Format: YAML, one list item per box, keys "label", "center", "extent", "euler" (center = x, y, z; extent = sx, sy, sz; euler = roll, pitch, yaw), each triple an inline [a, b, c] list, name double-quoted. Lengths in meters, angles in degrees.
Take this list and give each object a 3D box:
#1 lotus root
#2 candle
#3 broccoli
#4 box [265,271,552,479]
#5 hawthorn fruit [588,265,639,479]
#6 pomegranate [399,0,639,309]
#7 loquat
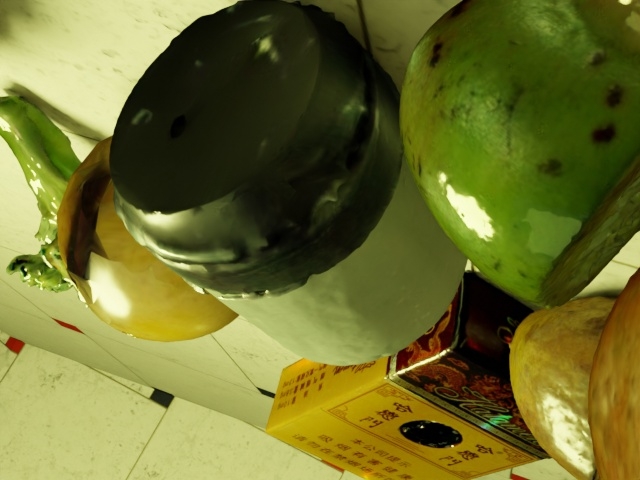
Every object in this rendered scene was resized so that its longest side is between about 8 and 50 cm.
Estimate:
- label: "lotus root"
  center: [0.297, 0.141, 0.972]
  extent: [0.199, 0.188, 0.180]
  euler: [13, -166, -40]
- label: "candle"
  center: [-0.001, -0.021, 0.765]
  extent: [0.221, 0.221, 0.342]
  euler: [10, 159, 33]
- label: "broccoli"
  center: [-0.316, -0.038, 1.147]
  extent: [0.275, 0.198, 0.177]
  euler: [35, -156, -14]
- label: "box"
  center: [0.145, 0.206, 1.221]
  extent: [0.264, 0.115, 0.415]
  euler: [31, 143, -21]
- label: "hawthorn fruit"
  center: [0.359, 0.163, 0.605]
  extent: [0.403, 0.402, 0.403]
  euler: [20, 161, 7]
- label: "pomegranate"
  center: [0.126, -0.083, 0.515]
  extent: [0.159, 0.190, 0.241]
  euler: [43, 169, 19]
- label: "loquat"
  center: [-0.156, -0.008, 0.973]
  extent: [0.235, 0.235, 0.235]
  euler: [20, 161, 7]
